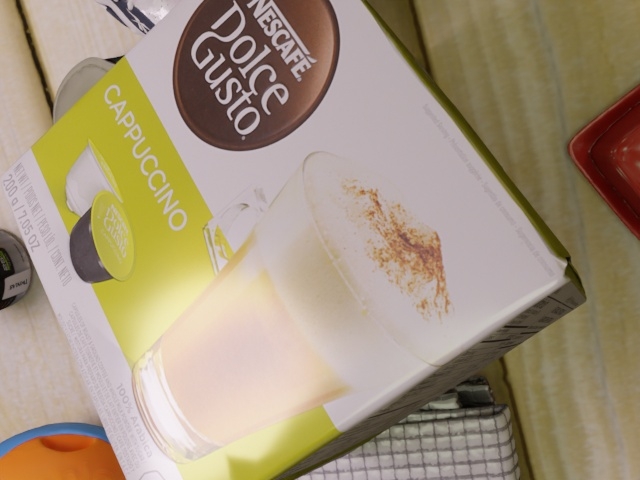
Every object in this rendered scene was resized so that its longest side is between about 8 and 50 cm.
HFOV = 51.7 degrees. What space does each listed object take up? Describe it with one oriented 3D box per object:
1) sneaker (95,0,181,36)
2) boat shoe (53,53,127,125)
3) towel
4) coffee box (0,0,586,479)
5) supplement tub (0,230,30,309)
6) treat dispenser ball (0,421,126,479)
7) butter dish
[{"bbox_3d":[-0.250,-0.308,0.744,0.235,0.153,0.094,45,108,1],"label":"sneaker"},{"bbox_3d":[-0.190,-0.163,0.767,0.340,0.113,0.127,-13,85,42],"label":"boat shoe"},{"bbox_3d":[0.103,0.296,0.805,0.283,0.121,0.235,-11,96,15],"label":"towel"},{"bbox_3d":[0.000,0.000,0.607,0.334,0.338,0.338,-37,70,15],"label":"coffee box"},{"bbox_3d":[-0.474,0.054,0.842,0.117,0.190,0.117,2,101,11],"label":"supplement tub"},{"bbox_3d":[-0.325,0.376,0.820,0.288,0.288,0.288,2,101,12],"label":"treat dispenser ball"},{"bbox_3d":[0.366,-0.084,0.673,0.160,0.118,0.160,-40,91,17],"label":"butter dish"}]
